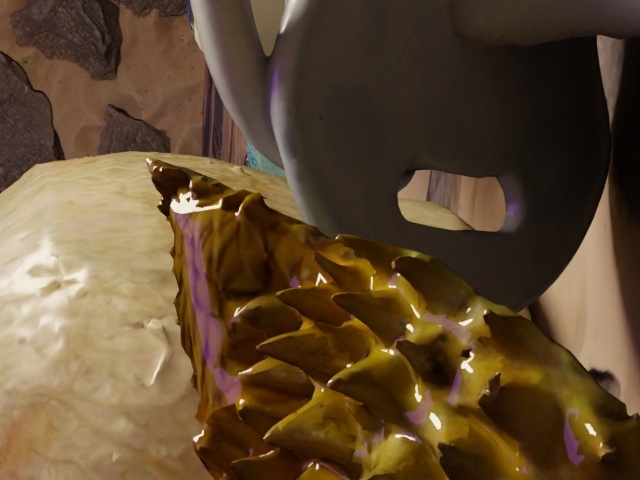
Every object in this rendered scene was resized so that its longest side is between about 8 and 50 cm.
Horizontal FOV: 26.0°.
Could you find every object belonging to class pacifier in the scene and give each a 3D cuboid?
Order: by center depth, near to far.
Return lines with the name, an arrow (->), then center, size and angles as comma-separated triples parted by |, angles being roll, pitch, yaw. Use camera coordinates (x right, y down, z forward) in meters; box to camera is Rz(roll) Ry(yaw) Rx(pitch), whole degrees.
pacifier -> 0.077, -0.106, 0.491 | 0.207, 0.227, 0.279 | 1, 87, 41

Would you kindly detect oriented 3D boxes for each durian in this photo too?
durian -> 0.053, 0.119, 0.422 | 0.196, 0.185, 0.305 | 4, 121, 42

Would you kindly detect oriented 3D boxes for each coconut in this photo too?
coconut -> -0.090, 0.139, 0.725 | 0.404, 0.405, 0.404 | -176, 90, -81

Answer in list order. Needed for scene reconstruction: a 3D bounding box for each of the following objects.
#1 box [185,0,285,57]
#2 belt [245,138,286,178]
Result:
box -> 0.008, -0.142, 0.839 | 0.259, 0.168, 0.071 | -121, 33, -72
belt -> 0.000, 0.000, 1.050 | 0.302, 0.087, 0.072 | -104, 3, -51
